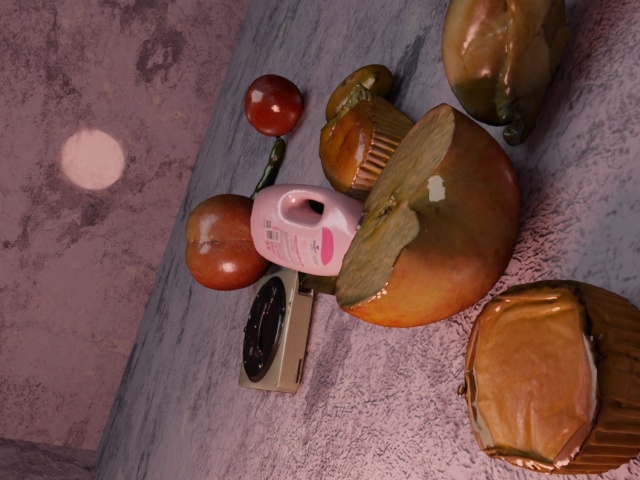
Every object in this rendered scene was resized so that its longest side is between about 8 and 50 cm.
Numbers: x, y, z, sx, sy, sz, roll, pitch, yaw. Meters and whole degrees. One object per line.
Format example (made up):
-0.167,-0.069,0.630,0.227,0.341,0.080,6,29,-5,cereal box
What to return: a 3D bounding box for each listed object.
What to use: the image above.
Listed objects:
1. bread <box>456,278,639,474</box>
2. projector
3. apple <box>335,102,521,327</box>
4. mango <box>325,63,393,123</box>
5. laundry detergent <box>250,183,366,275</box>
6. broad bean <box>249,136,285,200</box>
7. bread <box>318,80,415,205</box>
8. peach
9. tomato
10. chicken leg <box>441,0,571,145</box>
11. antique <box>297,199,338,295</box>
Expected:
0.232,0.132,0.602,0.199,0.104,0.199,-168,90,-69,bread
-0.106,0.196,1.347,0.259,0.079,0.257,-24,54,63,projector
0.153,-0.009,0.802,0.293,0.163,0.251,-65,10,-15,apple
0.079,-0.293,1.258,0.178,0.090,0.115,-46,30,38,mango
0.016,-0.014,1.065,0.335,0.088,0.159,10,107,43,laundry detergent
-0.159,-0.178,1.768,0.052,0.052,0.256,31,104,25,broad bean
0.081,-0.171,1.122,0.250,0.133,0.179,-100,31,-49,bread
-0.223,0.005,1.565,0.252,0.252,0.252,-47,34,46,peach
-0.130,-0.378,1.700,0.167,0.167,0.167,-47,34,46,tomato
0.227,-0.318,0.697,0.429,0.152,0.201,87,-155,-52,chicken leg
0.000,0.000,1.250,0.081,0.080,0.221,-55,27,34,antique
